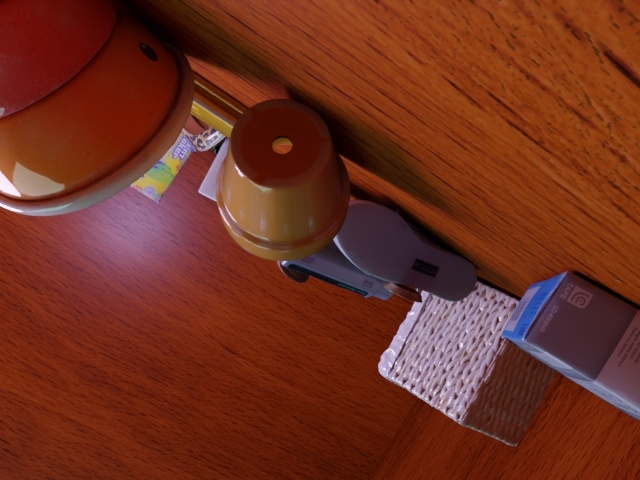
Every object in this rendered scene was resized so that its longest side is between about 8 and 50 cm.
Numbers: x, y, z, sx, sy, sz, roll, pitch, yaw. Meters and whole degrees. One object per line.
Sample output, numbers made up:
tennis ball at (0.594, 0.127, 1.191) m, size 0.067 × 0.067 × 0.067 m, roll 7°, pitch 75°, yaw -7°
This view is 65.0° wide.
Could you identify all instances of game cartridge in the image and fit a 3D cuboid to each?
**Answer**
game cartridge at (-0.249, -0.290, 1.062) m, size 0.285 × 0.053 × 0.323 m, roll 33°, pitch -178°, yaw -9°
game cartridge at (0.000, 0.000, 1.100) m, size 0.355 × 0.068 × 0.230 m, roll 24°, pitch -147°, yaw -35°

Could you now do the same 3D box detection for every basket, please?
basket at (0.386, 0.288, 1.250) m, size 0.328 × 0.331 × 0.266 m, roll 33°, pitch 177°, yaw -39°

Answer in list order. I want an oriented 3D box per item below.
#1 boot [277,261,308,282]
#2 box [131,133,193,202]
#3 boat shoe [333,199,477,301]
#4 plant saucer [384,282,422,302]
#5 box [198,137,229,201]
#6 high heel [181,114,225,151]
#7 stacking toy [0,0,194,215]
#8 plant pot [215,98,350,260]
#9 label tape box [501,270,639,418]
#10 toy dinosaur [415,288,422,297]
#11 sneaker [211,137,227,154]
boot at (-0.093, 0.038, 1.588) m, size 0.220 × 0.109 × 0.283 m, roll 29°, pitch -165°, yaw 35°
box at (-0.494, -0.292, 1.558) m, size 0.177 × 0.290 × 0.279 m, roll 33°, pitch 178°, yaw -19°
boat shoe at (0.154, 0.008, 1.045) m, size 0.367 × 0.136 × 0.156 m, roll 22°, pitch -173°, yaw -27°
plant saucer at (0.169, 0.101, 1.010) m, size 0.083 × 0.015 × 0.083 m, roll 22°, pitch -174°, yaw -3°
box at (-0.155, -0.133, 1.448) m, size 0.345 × 0.168 × 0.215 m, roll 28°, pitch -179°, yaw -14°
high heel at (-0.336, -0.331, 1.315) m, size 0.261 × 0.093 × 0.186 m, roll 4°, pitch 131°, yaw 55°
stacking toy at (-0.403, -0.287, 0.597) m, size 0.350 × 0.351 × 0.480 m, roll 32°, pitch 162°, yaw 32°
plant pot at (-0.053, -0.093, 0.710) m, size 0.205 × 0.205 × 0.188 m, roll 32°, pitch 164°, yaw 7°
label tape box at (0.440, 0.186, 0.683) m, size 0.347 × 0.115 × 0.249 m, roll 34°, pitch 180°, yaw 16°
toy dinosaur at (0.167, 0.013, 1.187) m, size 0.118 × 0.064 × 0.268 m, roll 35°, pitch -158°, yaw -35°
sneaker at (-0.335, -0.318, 1.635) m, size 0.066 × 0.071 × 0.188 m, roll 33°, pitch 179°, yaw -31°
